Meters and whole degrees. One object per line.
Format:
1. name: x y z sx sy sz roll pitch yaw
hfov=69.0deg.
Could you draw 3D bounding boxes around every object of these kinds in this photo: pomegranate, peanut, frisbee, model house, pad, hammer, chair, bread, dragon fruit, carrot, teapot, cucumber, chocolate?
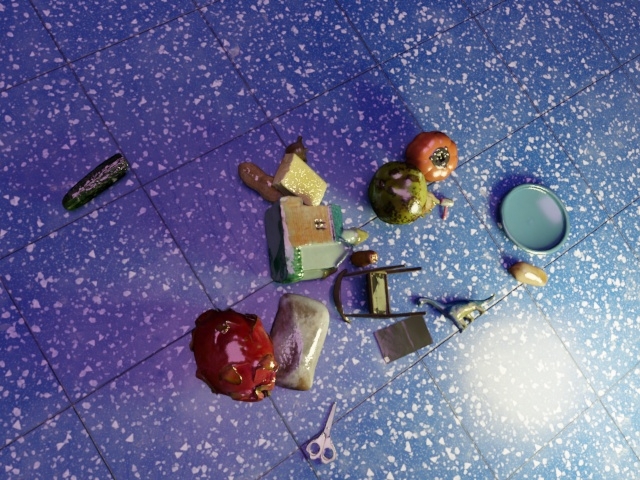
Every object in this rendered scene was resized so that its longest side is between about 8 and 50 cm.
1. pomegranate: 0.305 -0.157 1.617 0.276 0.204 0.222 14 84 -7
2. peanut: -0.201 -0.200 1.592 0.192 0.089 0.089 33 75 -4
3. frisbee: 0.811 -0.081 1.780 0.289 0.049 0.290 2 75 -9
4. model house: 0.000 0.000 1.557 0.324 0.194 0.268 -4 82 -21
5. pad: 0.292 0.339 1.620 0.193 0.004 0.116 -21 83 -14
6. hammer: 0.466 -0.117 1.736 0.052 0.031 0.084 10 88 -6
7. chair: 0.198 0.178 1.564 0.271 0.166 0.188 -9 79 31
8. bread: -0.069 -0.192 1.588 0.188 0.068 0.126 38 69 -36
9. dragon fruit: -0.261 0.332 1.403 0.250 0.250 0.315 -13 58 -13
10. carrot: 0.144 0.060 1.556 0.060 0.186 0.060 1 86 -11
11. peanut: 0.771 0.125 1.721 0.151 0.076 0.076 18 76 -5
12. teapot: -0.081 -0.324 1.665 0.080 0.085 0.111 -12 51 9
13. cucumber: -0.726 -0.185 1.498 0.241 0.074 0.074 -42 89 -14
14. chocolate: -0.076 0.326 1.510 0.185 0.100 0.304 16 73 -4

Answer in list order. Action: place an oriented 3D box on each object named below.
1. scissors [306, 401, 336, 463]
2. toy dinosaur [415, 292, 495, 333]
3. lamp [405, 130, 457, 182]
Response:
1. scissors: 0.022 0.618 1.508 0.100 0.015 0.189 20 75 -4
2. toy dinosaur: 0.484 0.216 1.653 0.247 0.075 0.188 -36 80 -9
3. lamp: 0.398 -0.305 1.693 0.187 0.164 0.188 -3 105 -13
